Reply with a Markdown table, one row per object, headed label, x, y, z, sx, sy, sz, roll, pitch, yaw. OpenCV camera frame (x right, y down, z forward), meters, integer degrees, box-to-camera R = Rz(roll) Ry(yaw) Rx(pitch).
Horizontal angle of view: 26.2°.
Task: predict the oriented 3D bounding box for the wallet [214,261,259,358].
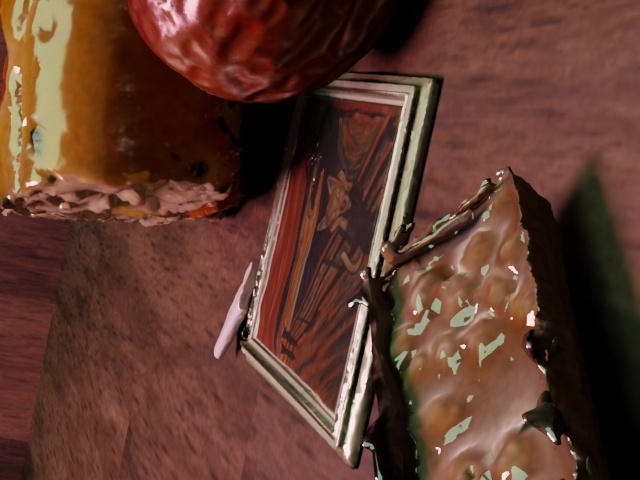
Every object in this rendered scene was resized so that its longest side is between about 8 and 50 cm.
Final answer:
| label | x | y | z | sx | sy | sz | roll | pitch | yaw |
| --- | --- | --- | --- | --- | --- | --- | --- | --- | --- |
| wallet | -0.062 | 0.053 | 1.015 | 0.083 | 0.011 | 0.044 | 117 | 172 | -55 |

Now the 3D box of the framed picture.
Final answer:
| label | x | y | z | sx | sy | sz | roll | pitch | yaw |
| --- | --- | --- | --- | --- | --- | --- | --- | --- | --- |
| framed picture | 0.000 | 0.000 | 0.849 | 0.273 | 0.016 | 0.216 | -155 | 76 | -73 |

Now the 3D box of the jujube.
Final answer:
| label | x | y | z | sx | sy | sz | roll | pitch | yaw |
| --- | --- | --- | --- | --- | --- | --- | --- | --- | --- |
| jujube | -0.011 | -0.188 | 0.772 | 0.236 | 0.168 | 0.168 | -54 | 27 | 28 |

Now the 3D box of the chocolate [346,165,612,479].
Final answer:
| label | x | y | z | sx | sy | sz | roll | pitch | yaw |
| --- | --- | --- | --- | --- | --- | --- | --- | --- | --- |
| chocolate | 0.071 | 0.116 | 0.458 | 0.102 | 0.065 | 0.329 | -48 | 34 | 36 |

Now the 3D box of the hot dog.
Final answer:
| label | x | y | z | sx | sy | sz | roll | pitch | yaw |
| --- | --- | --- | --- | --- | --- | --- | --- | --- | --- |
| hot dog | -0.123 | -0.195 | 1.027 | 0.367 | 0.196 | 0.365 | 9 | -99 | -89 |
